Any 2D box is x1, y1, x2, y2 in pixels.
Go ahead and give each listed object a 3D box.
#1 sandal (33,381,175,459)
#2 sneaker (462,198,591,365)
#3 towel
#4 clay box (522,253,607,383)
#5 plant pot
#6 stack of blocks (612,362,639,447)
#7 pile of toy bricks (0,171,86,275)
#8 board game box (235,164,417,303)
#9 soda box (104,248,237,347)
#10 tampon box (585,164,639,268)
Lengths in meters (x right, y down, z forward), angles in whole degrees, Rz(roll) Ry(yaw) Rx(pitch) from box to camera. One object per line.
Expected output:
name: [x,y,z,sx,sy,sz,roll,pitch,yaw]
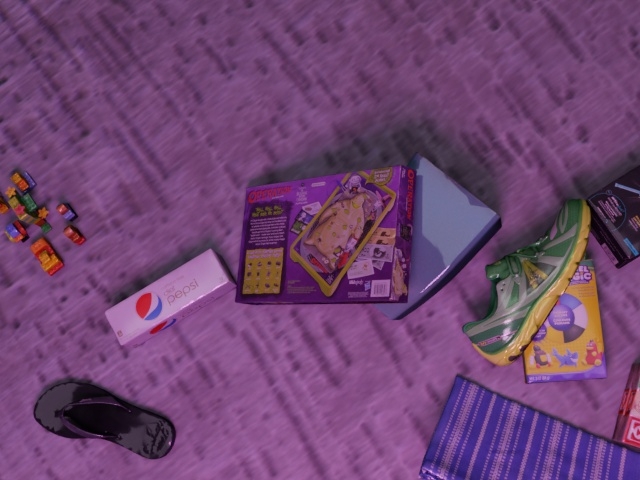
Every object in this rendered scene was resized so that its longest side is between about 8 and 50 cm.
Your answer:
sandal: [-0.371,0.303,1.507,0.254,0.054,0.097,11,81,10]
sneaker: [0.324,0.051,1.380,0.123,0.109,0.295,32,87,12]
towel: [0.333,0.339,1.330,0.336,0.243,0.040,22,124,11]
clay box: [0.387,0.118,1.439,0.127,0.053,0.222,-6,79,8]
plant pot: [0.157,0.010,1.442,0.165,0.165,0.234,39,94,13]
stack of blocks: [0.625,0.275,1.359,0.297,0.087,0.171,16,82,11]
pile of toy bricks: [-0.520,-0.049,1.569,0.118,0.105,0.212,-40,77,-1]
board game box: [0.000,0.000,1.423,0.346,0.056,0.208,-4,81,44]
soda box: [-0.256,0.101,1.520,0.216,0.074,0.069,-31,77,1]
tampon box: [0.523,-0.051,1.428,0.161,0.101,0.120,-32,77,0]
